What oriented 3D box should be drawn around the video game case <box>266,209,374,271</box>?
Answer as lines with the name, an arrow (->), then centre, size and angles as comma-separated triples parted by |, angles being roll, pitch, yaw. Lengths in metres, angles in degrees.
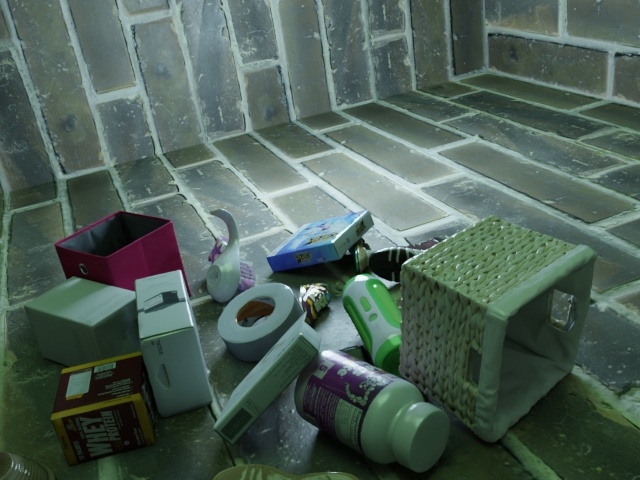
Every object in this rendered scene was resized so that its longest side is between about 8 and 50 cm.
video game case -> 0.000, 0.000, 2.189 | 0.270, 0.061, 0.244 | -12, 20, 36

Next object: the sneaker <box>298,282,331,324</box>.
sneaker -> -0.013, 0.168, 1.914 | 0.084, 0.069, 0.185 | -13, 26, 5

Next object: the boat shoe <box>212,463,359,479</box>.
boat shoe -> -0.060, 0.473, 1.260 | 0.285, 0.092, 0.102 | -3, 45, 9

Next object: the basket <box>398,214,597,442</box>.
basket -> 0.356, 0.167, 1.446 | 0.331, 0.328, 0.266 | -27, 38, -35

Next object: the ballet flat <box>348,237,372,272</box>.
ballet flat -> 0.129, 0.038, 2.144 | 0.067, 0.073, 0.206 | -3, 27, -6

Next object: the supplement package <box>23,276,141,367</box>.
supplement package -> -0.616, 0.230, 1.863 | 0.293, 0.177, 0.175 | 9, 31, 33

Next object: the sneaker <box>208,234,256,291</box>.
sneaker -> -0.284, 0.091, 2.158 | 0.104, 0.095, 0.236 | -47, 46, 10

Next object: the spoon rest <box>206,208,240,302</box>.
spoon rest -> -0.286, 0.047, 2.074 | 0.137, 0.276, 0.084 | -8, -12, 42

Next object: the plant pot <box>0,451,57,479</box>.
plant pot -> -0.657, 0.503, 1.381 | 0.237, 0.109, 0.237 | -8, 26, 4

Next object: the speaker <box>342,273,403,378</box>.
speaker -> 0.147, 0.203, 1.689 | 0.131, 0.131, 0.296 | -14, 32, -10

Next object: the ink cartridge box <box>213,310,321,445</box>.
ink cartridge box -> -0.107, 0.294, 1.522 | 0.275, 0.060, 0.239 | -48, 1, 6

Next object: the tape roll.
tape roll -> -0.155, 0.209, 1.805 | 0.219, 0.072, 0.219 | -17, 34, 12

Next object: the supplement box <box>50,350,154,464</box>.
supplement box -> -0.483, 0.374, 1.567 | 0.191, 0.129, 0.194 | -12, 25, -8

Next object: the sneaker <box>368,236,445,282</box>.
sneaker -> 0.280, 0.049, 2.050 | 0.281, 0.106, 0.162 | 2, 20, 1

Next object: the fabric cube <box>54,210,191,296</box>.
fabric cube -> -0.582, 0.089, 2.057 | 0.254, 0.258, 0.259 | 11, 32, 35

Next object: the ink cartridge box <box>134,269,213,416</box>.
ink cartridge box -> -0.363, 0.242, 1.694 | 0.129, 0.223, 0.307 | -14, 25, -11

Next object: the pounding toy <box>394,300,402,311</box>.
pounding toy -> 0.280, 0.162, 1.811 | 0.206, 0.094, 0.181 | -28, 23, 12

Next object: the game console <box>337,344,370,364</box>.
game console -> 0.051, 0.300, 1.679 | 0.122, 0.071, 0.107 | -14, 55, -9

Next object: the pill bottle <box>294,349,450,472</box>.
pill bottle -> 0.102, 0.341, 1.390 | 0.169, 0.169, 0.302 | -29, 32, -36
